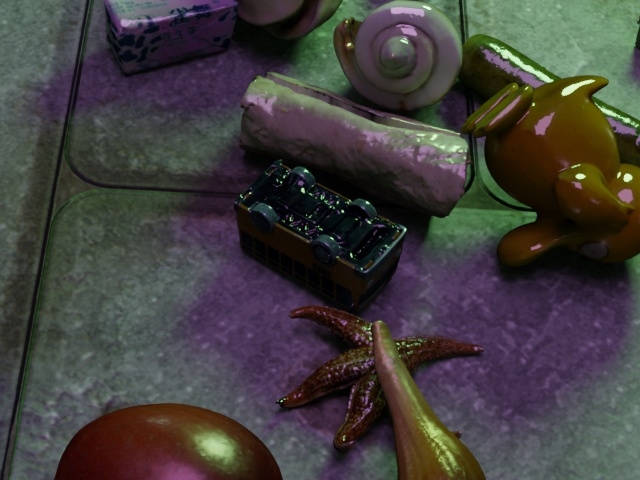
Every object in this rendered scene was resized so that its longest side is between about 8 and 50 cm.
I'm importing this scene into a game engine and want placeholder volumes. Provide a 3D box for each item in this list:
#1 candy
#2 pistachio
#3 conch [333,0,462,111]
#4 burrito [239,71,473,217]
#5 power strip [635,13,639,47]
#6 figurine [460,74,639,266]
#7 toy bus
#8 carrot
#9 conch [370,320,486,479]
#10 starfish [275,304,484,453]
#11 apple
[{"bbox_3d":[-0.192,-0.274,1.748,0.160,0.092,0.073,-16,60,-19],"label":"candy"},{"bbox_3d":[-0.055,-0.402,1.797,0.226,0.207,0.332,-34,53,24],"label":"pistachio"},{"bbox_3d":[0.109,-0.216,1.685,0.158,0.255,0.127,-9,88,20],"label":"conch"},{"bbox_3d":[0.046,-0.111,1.617,0.299,0.143,0.105,21,97,16],"label":"burrito"},{"bbox_3d":[0.486,-0.314,1.848,0.042,0.075,0.175,37,58,25],"label":"power strip"},{"bbox_3d":[0.277,-0.076,1.562,0.215,0.215,0.228,-20,100,-20],"label":"figurine"},{"bbox_3d":[0.000,0.000,1.538,0.182,0.103,0.091,28,54,24],"label":"toy bus"},{"bbox_3d":[0.325,-0.151,1.713,0.358,0.074,0.074,31,55,15],"label":"carrot"},{"bbox_3d":[0.113,0.226,1.347,0.109,0.093,0.330,-2,68,-27],"label":"conch"},{"bbox_3d":[0.066,0.136,1.466,0.238,0.057,0.213,-24,64,-21],"label":"starfish"},{"bbox_3d":[-0.136,0.254,1.251,0.201,0.218,0.218,8,51,12],"label":"apple"}]
